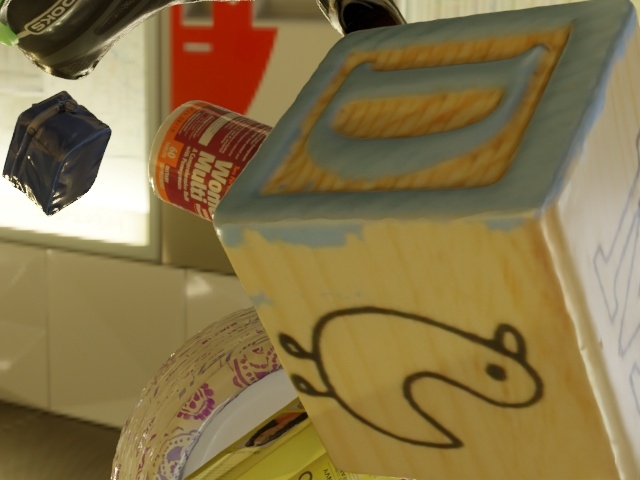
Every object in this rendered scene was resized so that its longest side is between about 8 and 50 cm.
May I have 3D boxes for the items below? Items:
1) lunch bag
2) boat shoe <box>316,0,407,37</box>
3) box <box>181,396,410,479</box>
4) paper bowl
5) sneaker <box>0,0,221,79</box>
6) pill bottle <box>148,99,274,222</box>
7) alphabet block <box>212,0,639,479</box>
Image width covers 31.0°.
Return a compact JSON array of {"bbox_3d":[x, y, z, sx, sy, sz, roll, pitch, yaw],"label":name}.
[{"bbox_3d":[-0.227,-0.079,0.979,0.065,0.098,0.067,38,-140,10],"label":"lunch bag"},{"bbox_3d":[0.051,-0.292,1.453,0.079,0.084,0.233,30,-159,-53],"label":"boat shoe"},{"bbox_3d":[-0.030,0.165,0.709,0.232,0.087,0.058,-30,-168,-41],"label":"box"},{"bbox_3d":[-0.023,0.184,0.903,0.284,0.284,0.148,-4,-166,-24],"label":"paper bowl"},{"bbox_3d":[-0.050,-0.286,0.807,0.483,0.202,0.185,-35,-125,-17],"label":"sneaker"},{"bbox_3d":[-0.063,-0.061,1.227,0.221,0.121,0.121,23,-161,25],"label":"pill bottle"},{"bbox_3d":[0.087,0.004,0.648,0.192,0.197,0.193,-1,-141,34],"label":"alphabet block"}]
